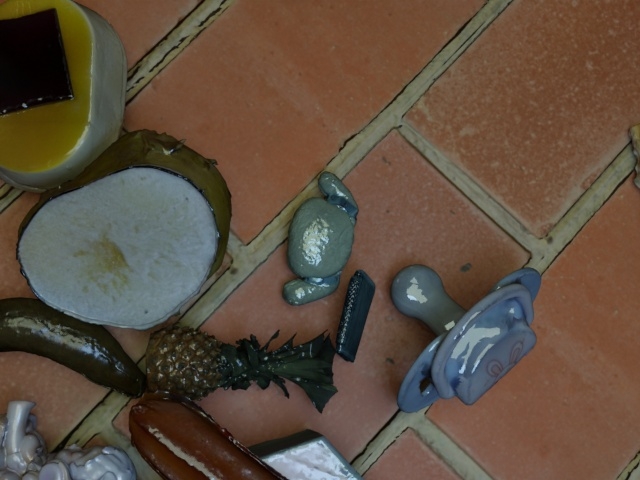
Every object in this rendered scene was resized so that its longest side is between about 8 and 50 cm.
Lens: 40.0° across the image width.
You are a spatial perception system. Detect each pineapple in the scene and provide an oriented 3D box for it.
[{"bbox_3d":[-0.110,0.188,1.276,0.277,0.119,0.130,1,94,-4],"label":"pineapple"}]

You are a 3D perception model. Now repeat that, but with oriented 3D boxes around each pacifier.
[{"bbox_3d":[0.188,0.117,1.297,0.287,0.238,0.226,-44,59,-10],"label":"pacifier"}]

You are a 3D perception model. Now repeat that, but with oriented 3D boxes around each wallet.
[{"bbox_3d":[0.049,0.114,1.324,0.026,0.088,0.129,11,75,20],"label":"wallet"}]

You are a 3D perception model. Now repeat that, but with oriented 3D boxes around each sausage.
[{"bbox_3d":[-0.110,0.315,1.109,0.330,0.102,0.102,39,78,4],"label":"sausage"}]

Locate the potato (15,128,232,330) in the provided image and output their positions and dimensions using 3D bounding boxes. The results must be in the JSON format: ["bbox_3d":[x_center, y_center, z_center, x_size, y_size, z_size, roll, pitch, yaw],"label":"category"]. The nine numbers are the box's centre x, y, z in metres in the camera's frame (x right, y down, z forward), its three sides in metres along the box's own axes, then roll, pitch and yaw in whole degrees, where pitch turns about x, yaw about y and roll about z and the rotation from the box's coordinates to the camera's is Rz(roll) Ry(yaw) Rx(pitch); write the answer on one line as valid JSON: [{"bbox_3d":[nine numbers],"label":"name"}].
[{"bbox_3d":[-0.264,-0.021,1.265,0.299,0.196,0.246,-23,110,14],"label":"potato"}]

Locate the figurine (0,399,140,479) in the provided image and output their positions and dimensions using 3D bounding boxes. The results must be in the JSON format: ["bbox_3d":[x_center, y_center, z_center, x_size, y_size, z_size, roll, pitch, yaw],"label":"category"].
[{"bbox_3d":[-0.342,0.316,1.206,0.236,0.162,0.141,16,83,15],"label":"figurine"}]

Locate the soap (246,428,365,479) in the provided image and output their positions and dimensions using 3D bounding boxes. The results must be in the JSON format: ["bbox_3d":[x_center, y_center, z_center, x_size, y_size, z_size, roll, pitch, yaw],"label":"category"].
[{"bbox_3d":[-0.130,0.458,1.207,0.446,0.156,0.261,-42,87,-11],"label":"soap"}]

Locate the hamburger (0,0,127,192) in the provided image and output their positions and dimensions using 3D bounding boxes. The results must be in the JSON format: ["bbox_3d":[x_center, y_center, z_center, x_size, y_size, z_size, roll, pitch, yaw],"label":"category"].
[{"bbox_3d":[-0.402,-0.216,1.295,0.227,0.151,0.295,2,84,-1],"label":"hamburger"}]

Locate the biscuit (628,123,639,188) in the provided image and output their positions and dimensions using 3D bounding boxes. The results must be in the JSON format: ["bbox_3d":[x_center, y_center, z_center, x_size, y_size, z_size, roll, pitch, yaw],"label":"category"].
[{"bbox_3d":[0.628,-0.056,1.448,0.204,0.040,0.309,-8,82,-9],"label":"biscuit"}]

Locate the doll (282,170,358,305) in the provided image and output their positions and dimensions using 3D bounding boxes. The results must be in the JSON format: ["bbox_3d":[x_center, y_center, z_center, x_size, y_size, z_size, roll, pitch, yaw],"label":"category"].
[{"bbox_3d":[0.000,0.000,1.343,0.103,0.071,0.214,15,82,-3],"label":"doll"}]

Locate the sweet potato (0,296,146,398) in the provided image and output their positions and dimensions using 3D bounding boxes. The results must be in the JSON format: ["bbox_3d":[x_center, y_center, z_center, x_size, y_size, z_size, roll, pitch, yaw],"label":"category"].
[{"bbox_3d":[-0.381,0.149,1.273,0.285,0.085,0.112,23,112,-14],"label":"sweet potato"}]
